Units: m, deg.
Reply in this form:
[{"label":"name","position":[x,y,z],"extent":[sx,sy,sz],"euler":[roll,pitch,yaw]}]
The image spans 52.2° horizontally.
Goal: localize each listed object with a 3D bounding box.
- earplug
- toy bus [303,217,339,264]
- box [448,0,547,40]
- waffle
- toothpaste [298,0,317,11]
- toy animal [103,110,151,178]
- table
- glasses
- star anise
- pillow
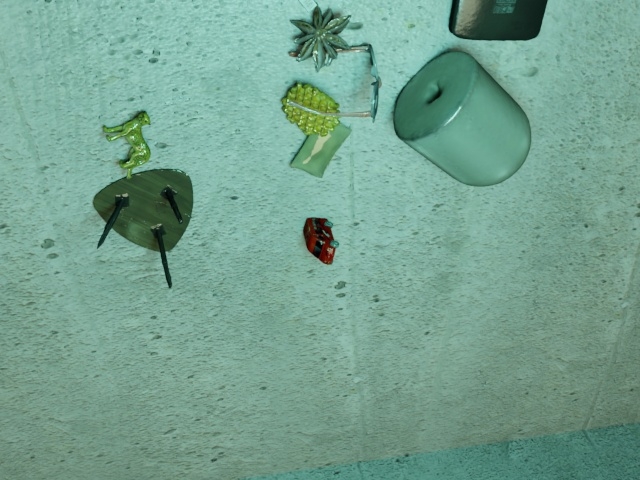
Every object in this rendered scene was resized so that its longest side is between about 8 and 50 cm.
[{"label":"earplug","position":[0.459,-0.343,2.017],"extent":[0.394,0.313,0.312],"euler":[31,112,-34]},{"label":"toy bus","position":[0.000,0.000,2.198],"extent":[0.089,0.195,0.081],"euler":[9,122,-17]},{"label":"box","position":[0.529,-0.729,1.903],"extent":[0.290,0.073,0.289],"euler":[-4,124,-12]},{"label":"waffle","position":[-0.027,-0.389,1.965],"extent":[0.191,0.038,0.191],"euler":[14,136,14]},{"label":"toothpaste","position":[-0.073,-0.698,1.783],"extent":[0.034,0.046,0.164],"euler":[-37,125,15]},{"label":"toy animal","position":[-0.548,-0.282,1.938],"extent":[0.136,0.073,0.181],"euler":[-21,124,-9]},{"label":"table","position":[-0.512,-0.047,1.998],"extent":[0.317,0.249,0.317],"euler":[-7,126,-10]},{"label":"glasses","position":[0.044,-0.458,1.901],"extent":[0.268,0.234,0.118],"euler":[-1,162,4]},{"label":"star anise","position":[0.006,-0.578,1.840],"extent":[0.195,0.182,0.065],"euler":[-27,171,21]},{"label":"pillow","position":[0.000,-0.294,2.081],"extent":[0.119,0.053,0.208],"euler":[21,114,-29]}]
